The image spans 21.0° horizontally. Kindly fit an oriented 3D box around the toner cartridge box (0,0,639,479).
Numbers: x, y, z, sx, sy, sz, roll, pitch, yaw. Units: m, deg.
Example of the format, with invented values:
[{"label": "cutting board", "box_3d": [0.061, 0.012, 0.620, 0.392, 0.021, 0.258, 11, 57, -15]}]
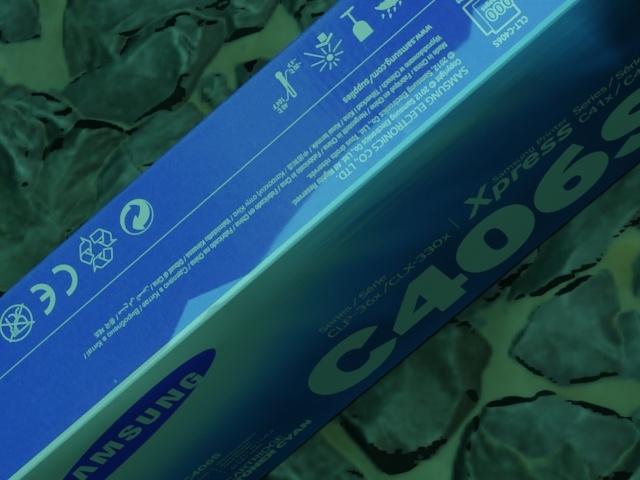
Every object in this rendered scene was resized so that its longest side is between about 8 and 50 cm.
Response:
[{"label": "toner cartridge box", "box_3d": [0.000, 0.000, 0.749, 0.348, 0.165, 0.075, -41, 62, 8]}]
